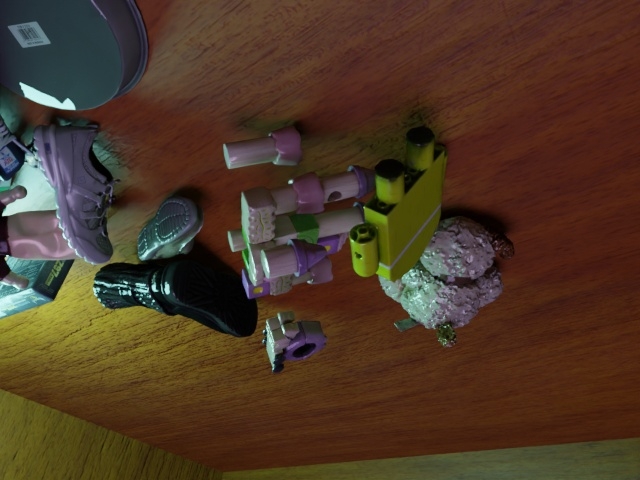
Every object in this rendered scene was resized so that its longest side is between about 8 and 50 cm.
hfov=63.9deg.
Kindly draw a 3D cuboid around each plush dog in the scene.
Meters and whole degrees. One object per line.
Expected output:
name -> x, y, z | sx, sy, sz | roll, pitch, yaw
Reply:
plush dog -> 0.248, 0.058, 0.997 | 0.262, 0.211, 0.226 | 6, 120, 5

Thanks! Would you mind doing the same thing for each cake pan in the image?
cake pan -> -0.402, -0.306, 0.739 | 0.293, 0.054, 0.293 | 6, 142, 5

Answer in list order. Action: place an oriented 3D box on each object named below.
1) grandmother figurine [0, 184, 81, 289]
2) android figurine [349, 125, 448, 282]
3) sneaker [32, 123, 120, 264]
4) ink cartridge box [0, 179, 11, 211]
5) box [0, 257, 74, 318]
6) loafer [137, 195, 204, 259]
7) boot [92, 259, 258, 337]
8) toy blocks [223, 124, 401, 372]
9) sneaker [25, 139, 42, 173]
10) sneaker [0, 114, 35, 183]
grandmother figurine -> -0.618, -0.005, 1.028 | 0.342, 0.208, 0.104 | 0, 180, -17
android figurine -> 0.135, -0.043, 0.833 | 0.056, 0.248, 0.273 | 28, 151, 27
sneaker -> -0.424, -0.079, 0.945 | 0.115, 0.105, 0.281 | -13, 123, -12
ink cartridge box -> -0.715, -0.093, 0.970 | 0.056, 0.224, 0.181 | 57, 136, 8
box -> -0.659, 0.071, 1.178 | 0.232, 0.183, 0.059 | -17, 137, 29
loafer -> -0.303, -0.022, 1.078 | 0.087, 0.094, 0.251 | 6, 161, -39
boot -> -0.336, 0.139, 1.243 | 0.260, 0.131, 0.348 | -7, 148, 29
toy blocks -> 0.000, 0.000, 0.876 | 0.260, 0.309, 0.289 | -12, 144, -18
sneaker -> -0.531, -0.167, 0.959 | 0.043, 0.040, 0.109 | 25, 139, -16
sneaker -> -0.549, -0.181, 0.837 | 0.153, 0.099, 0.282 | 49, 150, -21
